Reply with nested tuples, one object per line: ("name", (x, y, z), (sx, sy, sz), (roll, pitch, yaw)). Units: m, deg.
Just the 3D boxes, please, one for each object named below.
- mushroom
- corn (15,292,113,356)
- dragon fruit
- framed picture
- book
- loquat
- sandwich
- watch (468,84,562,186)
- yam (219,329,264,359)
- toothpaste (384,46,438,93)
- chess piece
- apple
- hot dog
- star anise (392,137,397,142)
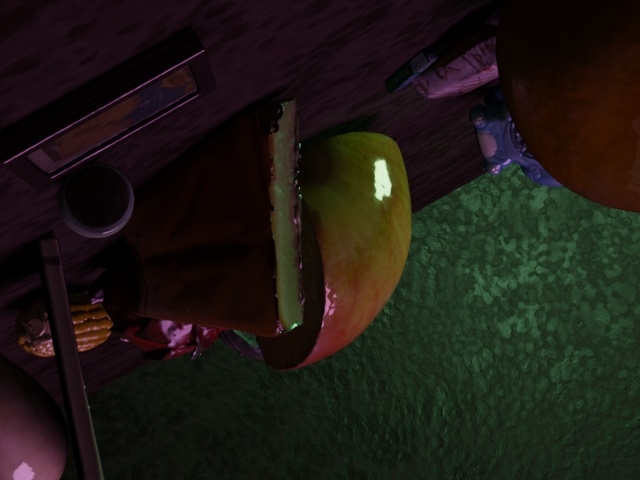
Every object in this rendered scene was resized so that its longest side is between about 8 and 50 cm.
("mushroom", (-0.386, 0.206, 1.466), (0.202, 0.246, 0.246), (-63, -170, -24))
("corn", (-0.330, 0.108, 1.803), (0.081, 0.081, 0.248), (-30, 176, 4))
("dragon fruit", (-0.184, 0.065, 1.739), (0.189, 0.182, 0.182), (-51, 168, 19))
("framed picture", (-0.161, -0.098, 1.064), (0.168, 0.023, 0.128), (-30, 175, -3))
("book", (-0.267, 0.144, 1.485), (0.025, 0.269, 0.191), (-11, 171, -13))
("loquat", (0.334, -0.201, 1.433), (0.328, 0.359, 0.328), (-9, 133, -9))
("sandwich", (-0.125, -0.029, 1.448), (0.212, 0.245, 0.063), (6, -163, 25))
("watch", (0.336, -0.200, 2.179), (0.211, 0.211, 0.193), (-32, -167, 21))
("yam", (-0.096, 0.097, 2.387), (0.202, 0.201, 0.271), (-50, 175, -11))
("toothpaste", (0.105, -0.198, 1.623), (0.020, 0.017, 0.083), (-25, 174, -37))
("chess piece", (-0.207, -0.032, 1.256), (0.067, 0.067, 0.103), (-28, -177, -16))
("apple", (0.000, 0.000, 1.862), (0.309, 0.252, 0.314), (-40, -158, 57))
("hot dog", (0.176, -0.209, 1.629), (0.108, 0.059, 0.191), (-8, 173, -27))
("star anise", (0.011, -0.079, 2.052), (0.157, 0.053, 0.212), (-26, 175, -39))
